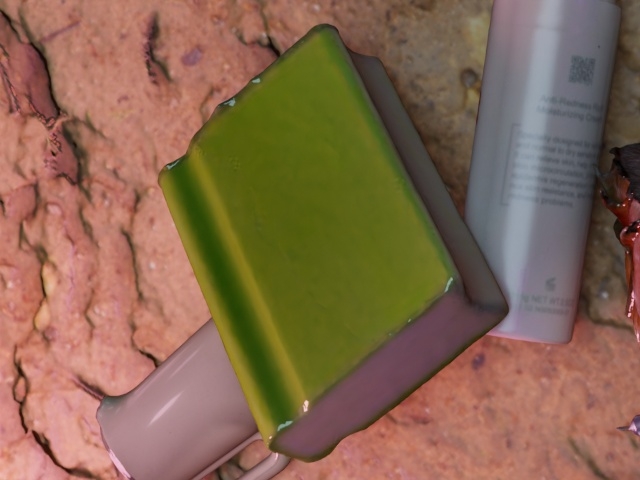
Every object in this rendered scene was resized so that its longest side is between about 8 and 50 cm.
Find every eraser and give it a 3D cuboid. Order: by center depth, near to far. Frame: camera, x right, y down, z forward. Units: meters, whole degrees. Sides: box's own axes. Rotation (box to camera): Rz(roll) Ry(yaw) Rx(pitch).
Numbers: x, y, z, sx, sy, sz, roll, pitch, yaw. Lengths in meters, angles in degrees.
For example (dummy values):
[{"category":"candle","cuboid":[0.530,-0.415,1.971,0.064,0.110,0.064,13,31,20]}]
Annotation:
[{"category":"eraser","cuboid":[0.000,0.000,1.417,0.210,0.092,0.274,-41,53,18]}]

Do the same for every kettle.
[{"category":"kettle","cuboid":[-0.091,0.140,1.503,0.148,0.127,0.098,-40,44,16]}]

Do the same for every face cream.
[{"category":"face cream","cuboid":[0.169,-0.098,1.407,0.102,0.102,0.346,9,90,20]}]

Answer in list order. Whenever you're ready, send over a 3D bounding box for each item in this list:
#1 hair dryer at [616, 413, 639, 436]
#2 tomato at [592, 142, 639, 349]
[{"category":"hair dryer","cuboid":[0.276,0.125,1.397,0.114,0.037,0.063,-20,79,25]},{"category":"tomato","cuboid":[0.282,0.027,1.312,0.180,0.214,0.155,3,107,5]}]
